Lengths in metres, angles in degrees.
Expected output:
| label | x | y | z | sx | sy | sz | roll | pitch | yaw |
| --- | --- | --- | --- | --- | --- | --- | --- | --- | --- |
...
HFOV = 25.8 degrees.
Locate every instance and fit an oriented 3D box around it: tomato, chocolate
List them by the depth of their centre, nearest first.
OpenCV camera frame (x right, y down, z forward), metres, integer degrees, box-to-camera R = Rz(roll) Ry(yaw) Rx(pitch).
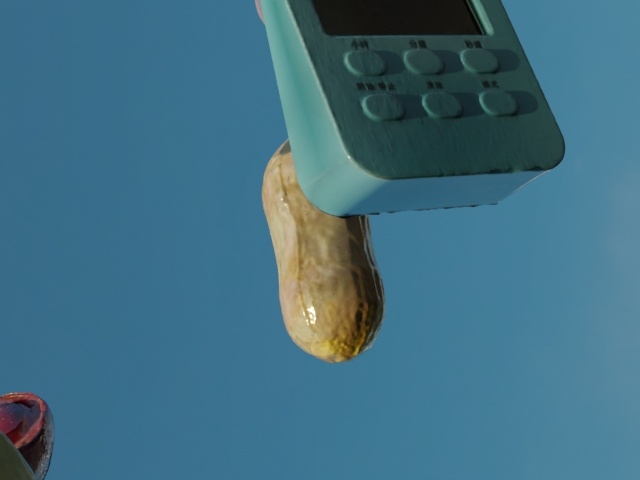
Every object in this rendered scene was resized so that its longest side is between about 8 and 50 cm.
| label | x | y | z | sx | sy | sz | roll | pitch | yaw |
| --- | --- | --- | --- | --- | --- | --- | --- | --- | --- |
| tomato | -0.370 | 0.253 | 1.533 | 0.189 | 0.173 | 0.099 | -25 | -65 | -6 |
| chocolate | 0.000 | 0.000 | 1.663 | 0.134 | 0.134 | 0.309 | 19 | -125 | -42 |

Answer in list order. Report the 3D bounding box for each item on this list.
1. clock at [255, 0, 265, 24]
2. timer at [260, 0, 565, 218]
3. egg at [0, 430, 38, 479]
| label | x | y | z | sx | sy | sz | roll | pitch | yaw |
| --- | --- | --- | --- | --- | --- | --- | --- | --- | --- |
| clock | 0.018 | -0.282 | 1.374 | 0.172 | 0.064 | 0.198 | -3 | -97 | -9 |
| timer | 0.078 | -0.155 | 1.221 | 0.232 | 0.091 | 0.249 | -6 | -107 | -28 |
| egg | -0.362 | 0.273 | 1.142 | 0.264 | 0.174 | 0.286 | 38 | -88 | -10 |
